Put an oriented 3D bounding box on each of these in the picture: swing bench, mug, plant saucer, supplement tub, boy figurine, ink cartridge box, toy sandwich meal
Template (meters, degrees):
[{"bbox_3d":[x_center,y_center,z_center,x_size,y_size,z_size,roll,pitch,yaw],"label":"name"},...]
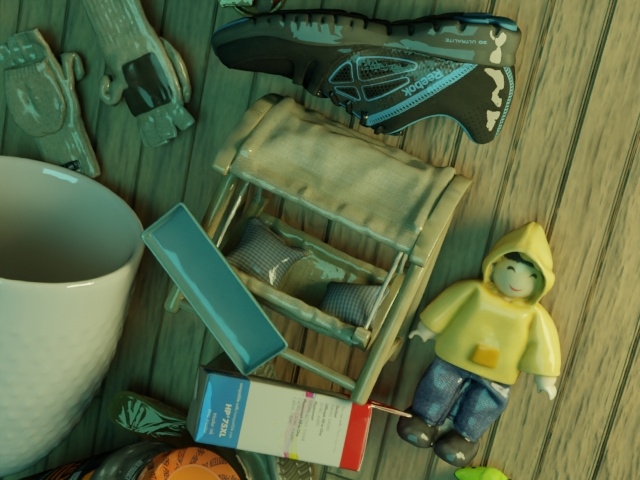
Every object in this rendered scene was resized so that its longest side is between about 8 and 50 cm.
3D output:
[{"bbox_3d":[0.000,0.000,1.228,0.253,0.165,0.254,24,109,11],"label":"swing bench"},{"bbox_3d":[-0.415,0.083,1.324,0.374,0.276,0.328,33,121,23],"label":"mug"},{"bbox_3d":[-0.112,0.051,1.178,0.067,0.018,0.192,-36,90,24],"label":"plant saucer"},{"bbox_3d":[-0.254,0.360,1.322,0.338,0.207,0.207,-23,96,37],"label":"supplement tub"},{"bbox_3d":[0.195,0.116,1.241,0.177,0.092,0.285,29,112,10],"label":"boy figurine"},{"bbox_3d":[-0.028,0.202,1.240,0.231,0.134,0.078,13,85,-10],"label":"ink cartridge box"},{"bbox_3d":[-0.080,-0.292,1.252,0.086,0.029,0.085,4,104,15],"label":"toy sandwich meal"}]

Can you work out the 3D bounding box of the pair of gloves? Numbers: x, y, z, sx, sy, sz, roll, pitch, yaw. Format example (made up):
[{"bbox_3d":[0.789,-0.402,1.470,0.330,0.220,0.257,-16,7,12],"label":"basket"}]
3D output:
[{"bbox_3d":[-0.271,-0.189,1.326,0.240,0.042,0.204,-23,101,25],"label":"pair of gloves"}]

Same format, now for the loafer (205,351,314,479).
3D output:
[{"bbox_3d":[-0.080,0.246,1.356,0.087,0.094,0.251,-17,89,24],"label":"loafer"}]

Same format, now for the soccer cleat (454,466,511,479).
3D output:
[{"bbox_3d":[0.188,0.356,1.321,0.072,0.060,0.179,5,98,25],"label":"soccer cleat"}]

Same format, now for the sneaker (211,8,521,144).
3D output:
[{"bbox_3d":[0.041,-0.180,1.195,0.341,0.125,0.139,7,107,16],"label":"sneaker"}]

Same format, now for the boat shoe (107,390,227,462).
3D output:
[{"bbox_3d":[-0.187,0.242,1.396,0.170,0.059,0.063,33,92,8],"label":"boat shoe"}]
